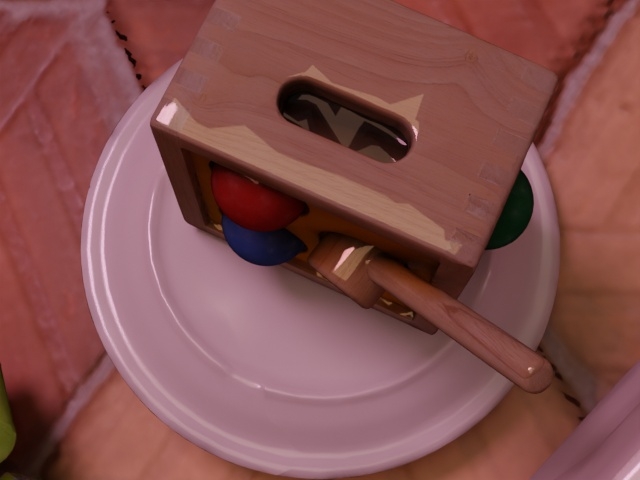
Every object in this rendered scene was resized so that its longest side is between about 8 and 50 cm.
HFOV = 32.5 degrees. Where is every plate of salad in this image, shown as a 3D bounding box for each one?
[{"bbox_3d":[0.000,0.000,0.466,0.200,0.048,0.200,0,74,-1],"label":"plate of salad"}]

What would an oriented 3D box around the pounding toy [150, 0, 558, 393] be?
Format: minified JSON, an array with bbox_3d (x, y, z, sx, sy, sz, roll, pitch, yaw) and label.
[{"bbox_3d":[0.018,-0.013,0.377,0.141,0.130,0.100,25,76,6],"label":"pounding toy"}]

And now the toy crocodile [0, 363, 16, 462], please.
[{"bbox_3d":[-0.256,0.169,0.438,0.340,0.105,0.115,-41,32,-6],"label":"toy crocodile"}]

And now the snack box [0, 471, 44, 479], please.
[{"bbox_3d":[-0.125,0.181,0.446,0.100,0.037,0.141,31,83,16],"label":"snack box"}]

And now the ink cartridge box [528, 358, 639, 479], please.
[{"bbox_3d":[0.242,0.153,0.324,0.353,0.119,0.207,43,88,7],"label":"ink cartridge box"}]
